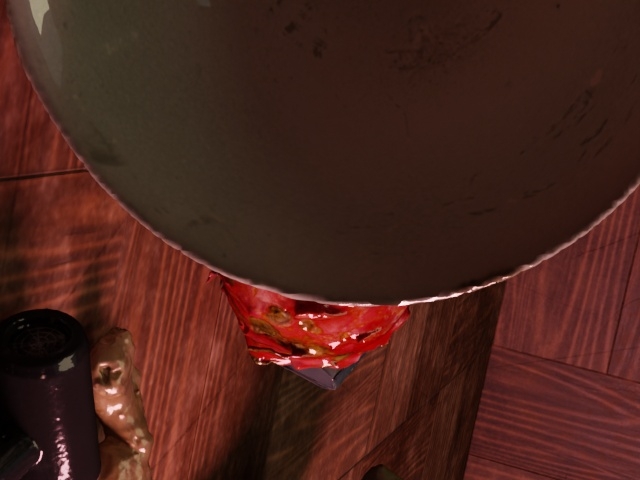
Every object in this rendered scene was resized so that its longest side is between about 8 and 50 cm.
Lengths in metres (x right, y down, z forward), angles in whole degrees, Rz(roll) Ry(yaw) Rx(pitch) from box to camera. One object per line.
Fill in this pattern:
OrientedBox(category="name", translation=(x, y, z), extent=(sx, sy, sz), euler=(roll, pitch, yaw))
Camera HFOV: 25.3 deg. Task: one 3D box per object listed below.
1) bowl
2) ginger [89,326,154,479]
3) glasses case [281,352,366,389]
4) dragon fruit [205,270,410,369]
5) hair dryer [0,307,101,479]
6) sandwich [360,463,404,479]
OrientedBox(category="bowl", translation=(0.034, -0.195, 0.898), extent=(0.196, 0.434, 0.435), euler=(-61, 160, -69))
OrientedBox(category="ginger", translation=(-0.174, 0.195, 1.121), extent=(0.149, 0.065, 0.259), euler=(-48, 151, -54))
OrientedBox(category="glasses case", translation=(0.046, 0.053, 1.610), extent=(0.266, 0.105, 0.056), euler=(-47, 175, -35))
OrientedBox(category="dragon fruit", translation=(0.000, 0.000, 1.314), extent=(0.268, 0.210, 0.205), euler=(73, 17, -50))
OrientedBox(category="hair dryer", translation=(-0.228, 0.156, 0.911), extent=(0.255, 0.070, 0.128), euler=(-47, 147, -51))
OrientedBox(category="sandwich", translation=(0.017, 0.388, 1.545), extent=(0.325, 0.131, 0.262), euler=(-40, -167, 44))
